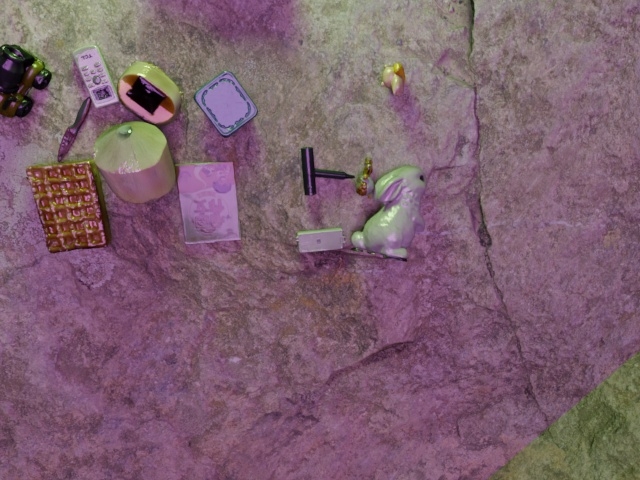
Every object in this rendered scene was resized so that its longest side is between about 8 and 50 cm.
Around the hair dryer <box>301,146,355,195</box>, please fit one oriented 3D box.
[{"bbox_3d":[0.029,-0.262,1.754,0.194,0.050,0.174,-9,109,-10],"label":"hair dryer"}]

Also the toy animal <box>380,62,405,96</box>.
[{"bbox_3d":[0.254,-0.559,1.684,0.081,0.091,0.115,-1,95,21],"label":"toy animal"}]

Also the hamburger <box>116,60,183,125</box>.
[{"bbox_3d":[-0.555,-0.475,1.566,0.210,0.116,0.173,33,108,-21],"label":"hamburger"}]

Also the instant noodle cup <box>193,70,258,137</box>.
[{"bbox_3d":[-0.318,-0.461,1.624,0.157,0.070,0.179,-36,108,2],"label":"instant noodle cup"}]

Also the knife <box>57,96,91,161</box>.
[{"bbox_3d":[-0.827,-0.370,1.601,0.035,0.018,0.248,30,101,-19],"label":"knife"}]

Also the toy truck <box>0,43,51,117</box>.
[{"bbox_3d":[-0.954,-0.486,1.468,0.147,0.165,0.224,34,100,-17],"label":"toy truck"}]

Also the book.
[{"bbox_3d":[-0.404,-0.135,1.738,0.207,0.020,0.296,-5,108,-8],"label":"book"}]

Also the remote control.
[{"bbox_3d":[-0.729,-0.532,1.560,0.087,0.029,0.190,-17,108,-4],"label":"remote control"}]

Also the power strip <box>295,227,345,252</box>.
[{"bbox_3d":[0.000,0.000,1.832,0.191,0.035,0.082,-6,108,-7],"label":"power strip"}]

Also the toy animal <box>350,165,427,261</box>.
[{"bbox_3d":[0.271,-0.106,1.773,0.257,0.194,0.358,11,94,-9],"label":"toy animal"}]

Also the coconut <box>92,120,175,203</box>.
[{"bbox_3d":[-0.597,-0.264,1.546,0.238,0.239,0.244,-9,142,-6],"label":"coconut"}]

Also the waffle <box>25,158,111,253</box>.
[{"bbox_3d":[-0.850,-0.114,1.639,0.212,0.091,0.309,-7,107,-6],"label":"waffle"}]

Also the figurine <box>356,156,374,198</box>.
[{"bbox_3d":[0.166,-0.229,1.760,0.068,0.143,0.101,10,147,-5],"label":"figurine"}]
